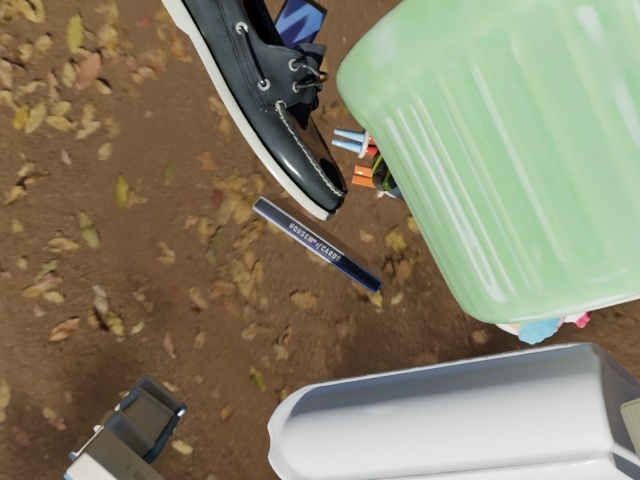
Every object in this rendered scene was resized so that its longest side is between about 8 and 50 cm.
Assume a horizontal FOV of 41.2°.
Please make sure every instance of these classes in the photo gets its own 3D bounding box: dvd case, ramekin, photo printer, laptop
[{"bbox_3d":[0.000,0.000,1.427,0.239,0.179,0.029,36,95,-1],"label":"dvd case"},{"bbox_3d":[0.174,-0.072,0.429,0.303,0.303,0.148,-21,88,4],"label":"ramekin"},{"bbox_3d":[0.125,0.179,0.754,0.307,0.256,0.107,-13,64,27],"label":"photo printer"},{"bbox_3d":[-0.022,-0.312,1.627,0.136,0.234,0.264,-24,87,17],"label":"laptop"}]

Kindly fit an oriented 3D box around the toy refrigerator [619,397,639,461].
[{"bbox_3d":[0.315,0.105,0.461,0.269,0.102,0.094,-21,107,15],"label":"toy refrigerator"}]

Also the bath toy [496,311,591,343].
[{"bbox_3d":[0.358,0.091,1.346,0.151,0.348,0.129,-34,75,19],"label":"bath toy"}]

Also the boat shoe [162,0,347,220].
[{"bbox_3d":[-0.050,-0.186,0.887,0.113,0.127,0.340,-32,86,14],"label":"boat shoe"}]

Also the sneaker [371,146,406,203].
[{"bbox_3d":[0.236,-0.148,1.042,0.147,0.385,0.145,29,54,-29],"label":"sneaker"}]

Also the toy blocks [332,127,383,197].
[{"bbox_3d":[0.083,-0.118,1.280,0.148,0.123,0.054,13,50,-6],"label":"toy blocks"}]

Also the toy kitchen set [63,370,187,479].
[{"bbox_3d":[-0.226,0.272,0.967,0.122,0.207,0.166,43,109,-5],"label":"toy kitchen set"}]
